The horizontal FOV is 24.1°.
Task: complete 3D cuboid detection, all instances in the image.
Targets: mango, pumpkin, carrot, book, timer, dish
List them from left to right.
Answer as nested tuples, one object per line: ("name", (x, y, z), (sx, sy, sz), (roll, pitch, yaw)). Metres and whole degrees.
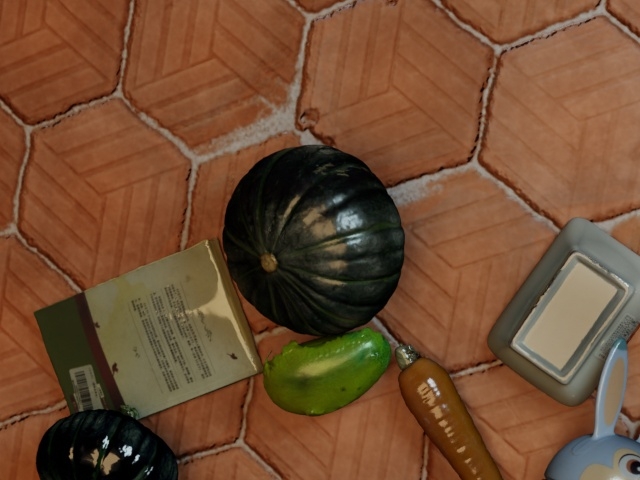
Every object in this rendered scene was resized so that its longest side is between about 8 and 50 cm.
("pumpkin", (-0.286, 0.309, 2.009), (0.194, 0.150, 0.194), (7, 110, 21))
("book", (-0.239, 0.138, 2.061), (0.289, 0.026, 0.201), (-21, 87, 15))
("pumpkin", (0.000, 0.000, 1.903), (0.250, 0.216, 0.250), (0, 91, 48))
("mango", (0.011, 0.170, 1.943), (0.178, 0.119, 0.100), (-23, 75, 18))
("carrot", (0.191, 0.275, 1.928), (0.069, 0.069, 0.336), (-34, 86, 14))
("dish", (0.316, 0.093, 1.875), (0.151, 0.077, 0.212), (36, 101, 12))
("timer", (0.373, 0.273, 1.819), (0.175, 0.175, 0.255), (35, 105, 12))
